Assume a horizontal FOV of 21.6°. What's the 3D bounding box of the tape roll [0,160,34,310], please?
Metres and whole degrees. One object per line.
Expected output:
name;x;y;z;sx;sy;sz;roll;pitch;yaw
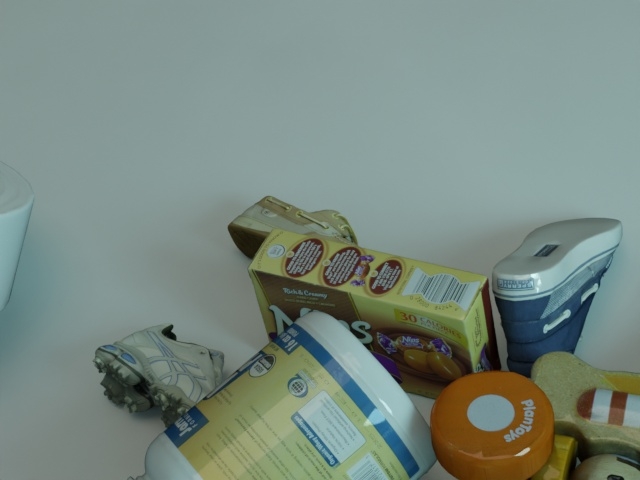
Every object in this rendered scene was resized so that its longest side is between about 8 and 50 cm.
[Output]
tape roll;-0.389;-0.024;1.399;0.286;0.100;0.286;16;15;-4

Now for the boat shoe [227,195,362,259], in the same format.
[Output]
boat shoe;0.000;0.000;1.414;0.170;0.063;0.059;22;60;32

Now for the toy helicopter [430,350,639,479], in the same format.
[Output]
toy helicopter;0.257;0.133;1.168;0.355;0.140;0.235;-37;50;-27

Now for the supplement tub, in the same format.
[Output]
supplement tub;-0.032;0.162;1.186;0.199;0.144;0.144;-40;48;-9

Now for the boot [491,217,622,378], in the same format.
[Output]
boot;0.189;0.042;1.330;0.069;0.086;0.190;3;17;33

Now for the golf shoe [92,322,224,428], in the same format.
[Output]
golf shoe;-0.099;0.115;1.323;0.086;0.069;0.176;-35;48;-28

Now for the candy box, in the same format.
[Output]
candy box;0.043;0.060;1.309;0.186;0.109;0.053;12;50;24
